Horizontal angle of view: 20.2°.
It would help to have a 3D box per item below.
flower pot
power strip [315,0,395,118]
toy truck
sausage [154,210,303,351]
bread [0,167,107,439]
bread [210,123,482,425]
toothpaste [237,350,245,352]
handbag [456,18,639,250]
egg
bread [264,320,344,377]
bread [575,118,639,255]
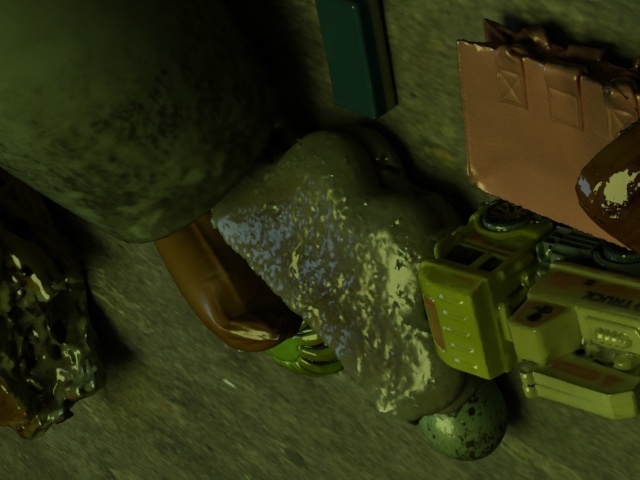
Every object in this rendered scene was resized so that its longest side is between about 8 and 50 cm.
[{"bbox_3d":[-0.215,-0.180,1.665,0.330,0.294,0.293,42,156,-27],"label":"flower pot"},{"bbox_3d":[0.032,-0.168,1.601,0.056,0.032,0.123,24,137,42],"label":"power strip"},{"bbox_3d":[0.198,0.066,1.465,0.272,0.157,0.124,18,131,45],"label":"toy truck"},{"bbox_3d":[-0.089,0.035,1.794,0.328,0.112,0.112,-128,22,-56],"label":"sausage"},{"bbox_3d":[-0.407,0.055,2.278,0.370,0.191,0.314,45,144,-4],"label":"bread"},{"bbox_3d":[0.035,0.005,1.657,0.337,0.102,0.183,46,132,26],"label":"bread"},{"bbox_3d":[-0.126,0.035,2.006,0.062,0.037,0.216,-6,117,56],"label":"toothpaste"},{"bbox_3d":[0.206,-0.083,1.413,0.212,0.059,0.157,24,138,40],"label":"handbag"},{"bbox_3d":[0.132,0.156,1.711,0.085,0.085,0.110,-13,100,57],"label":"egg"},{"bbox_3d":[-0.022,0.086,1.878,0.139,0.071,0.130,-2,121,55],"label":"bread"},{"bbox_3d":[0.265,-0.035,1.311,0.126,0.129,0.044,40,-159,-26],"label":"bread"}]
